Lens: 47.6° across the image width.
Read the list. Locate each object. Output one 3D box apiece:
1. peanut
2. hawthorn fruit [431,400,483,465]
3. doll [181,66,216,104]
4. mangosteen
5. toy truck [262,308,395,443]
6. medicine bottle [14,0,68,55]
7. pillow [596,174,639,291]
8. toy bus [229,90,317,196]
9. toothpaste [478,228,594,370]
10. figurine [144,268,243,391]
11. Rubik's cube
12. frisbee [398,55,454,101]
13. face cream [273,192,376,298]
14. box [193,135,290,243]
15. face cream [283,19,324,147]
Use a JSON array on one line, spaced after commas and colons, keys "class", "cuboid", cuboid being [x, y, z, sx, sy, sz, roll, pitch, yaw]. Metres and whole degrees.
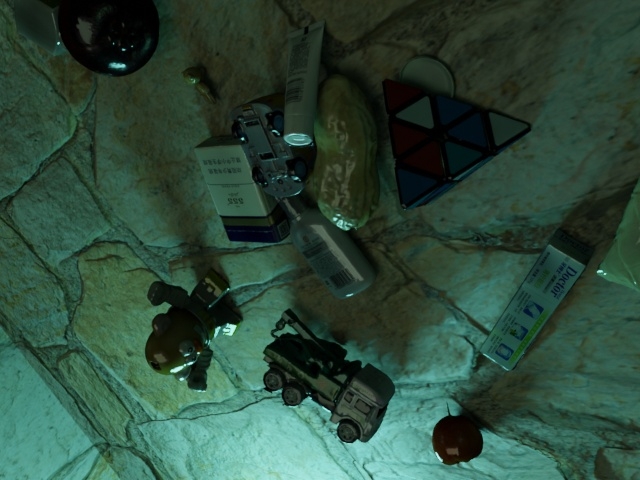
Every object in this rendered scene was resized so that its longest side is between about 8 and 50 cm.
[{"class": "peanut", "cuboid": [0.047, -0.175, 1.442, 0.149, 0.149, 0.313, 13, 126, 29]}, {"class": "hawthorn fruit", "cuboid": [0.320, 0.474, 1.729, 0.125, 0.125, 0.140, -17, 111, 43]}, {"class": "doll", "cuboid": [-0.270, -0.342, 1.614, 0.061, 0.051, 0.093, 25, 138, 61]}, {"class": "mangosteen", "cuboid": [-0.459, -0.470, 1.557, 0.216, 0.216, 0.216, 20, 131, 24]}, {"class": "toy truck", "cuboid": [0.011, 0.343, 1.824, 0.363, 0.176, 0.178, 35, 113, 15]}, {"class": "medicine bottle", "cuboid": [-0.630, -0.518, 1.726, 0.188, 0.088, 0.132, 33, 136, 12]}, {"class": "pillow", "cuboid": [0.627, -0.003, 1.173, 0.274, 0.076, 0.281, 23, 127, 19]}, {"class": "toy bus", "cuboid": [-0.082, -0.207, 1.508, 0.126, 0.136, 0.210, -4, 119, 39]}, {"class": "toothpaste", "cuboid": [0.420, 0.127, 1.431, 0.081, 0.067, 0.337, 32, 135, 14]}, {"class": "figurine", "cuboid": [-0.355, 0.244, 1.949, 0.167, 0.285, 0.343, -20, 106, 46]}, {"class": "Rubik's cube", "cuboid": [0.159, -0.186, 1.311, 0.234, 0.250, 0.284, 57, 142, 5]}, {"class": "frisbee", "cuboid": [0.195, -0.286, 1.329, 0.110, 0.014, 0.110, 19, 130, 24]}, {"class": "face cream", "cuboid": [0.000, 0.000, 1.650, 0.291, 0.071, 0.144, 51, 135, -7]}, {"class": "box", "cuboid": [-0.180, -0.117, 1.699, 0.168, 0.071, 0.259, 3, 123, 36]}, {"class": "face cream", "cuboid": [-0.036, -0.298, 1.375, 0.092, 0.244, 0.058, -9, 160, 39]}]
